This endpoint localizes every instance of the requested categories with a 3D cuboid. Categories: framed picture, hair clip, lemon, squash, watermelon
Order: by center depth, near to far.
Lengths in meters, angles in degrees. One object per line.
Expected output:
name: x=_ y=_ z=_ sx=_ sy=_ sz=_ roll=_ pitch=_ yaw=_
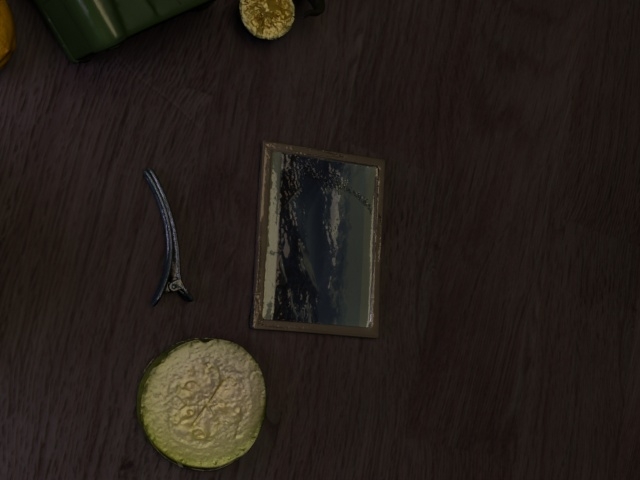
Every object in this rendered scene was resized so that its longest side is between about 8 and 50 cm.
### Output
lemon: x=-0.518 y=-0.313 z=1.285 sx=0.114 sy=0.114 sz=0.155 roll=-5 pitch=85 yaw=-24
squash: x=-0.194 y=0.268 z=1.404 sx=0.219 sy=0.041 sz=0.219 roll=1 pitch=88 yaw=-21
hair clip: x=-0.258 y=-0.008 z=1.411 sx=0.070 sy=0.039 sz=0.229 roll=-5 pitch=81 yaw=-25
watermelon: x=-0.100 y=-0.403 z=1.509 sx=0.105 sy=0.062 sz=0.105 roll=-1 pitch=92 yaw=-21
framed picture: x=0.000 y=0.000 z=1.528 sx=0.247 sy=0.022 sz=0.335 roll=7 pitch=81 yaw=-23

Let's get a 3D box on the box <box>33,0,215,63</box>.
box: x=-0.286 y=-0.411 z=1.338 sx=0.329 sy=0.253 sz=0.178 roll=-30 pitch=109 yaw=-23

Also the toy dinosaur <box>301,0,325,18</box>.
toy dinosaur: x=-0.063 y=-0.461 z=1.510 sx=0.187 sy=0.087 sz=0.179 roll=31 pitch=60 yaw=3
